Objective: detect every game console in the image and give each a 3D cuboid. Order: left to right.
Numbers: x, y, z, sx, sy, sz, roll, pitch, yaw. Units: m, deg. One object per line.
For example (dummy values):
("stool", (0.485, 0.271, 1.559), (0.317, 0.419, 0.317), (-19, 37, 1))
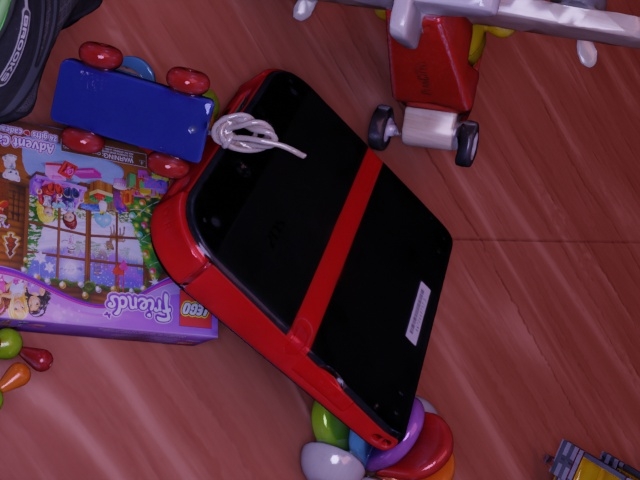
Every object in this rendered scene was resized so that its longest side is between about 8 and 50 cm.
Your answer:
("game console", (0.000, 0.000, 1.109), (0.342, 0.060, 0.386), (45, 35, -16))

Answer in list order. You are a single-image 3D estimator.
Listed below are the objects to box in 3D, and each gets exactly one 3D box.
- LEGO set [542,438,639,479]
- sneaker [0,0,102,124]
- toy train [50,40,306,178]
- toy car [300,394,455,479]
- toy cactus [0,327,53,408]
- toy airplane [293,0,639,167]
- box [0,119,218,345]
("LEGO set", (0.407, 0.404, 1.327), (0.331, 0.192, 0.254), (12, 98, -31))
("sneaker", (-0.314, -0.313, 0.991), (0.202, 0.185, 0.482), (73, 20, -53))
("toy train", (-0.128, -0.124, 0.998), (0.248, 0.143, 0.105), (16, 105, 1))
("toy car", (0.077, 0.224, 1.118), (0.182, 0.136, 0.159), (40, 56, -21))
("toy cactus", (-0.357, 0.130, 0.857), (0.180, 0.112, 0.219), (39, 56, 2))
("toy airplane", (0.138, -0.285, 1.170), (0.386, 0.384, 0.272), (27, 71, -27))
("box", (-0.242, -0.006, 0.998), (0.293, 0.057, 0.200), (9, 70, -35))
